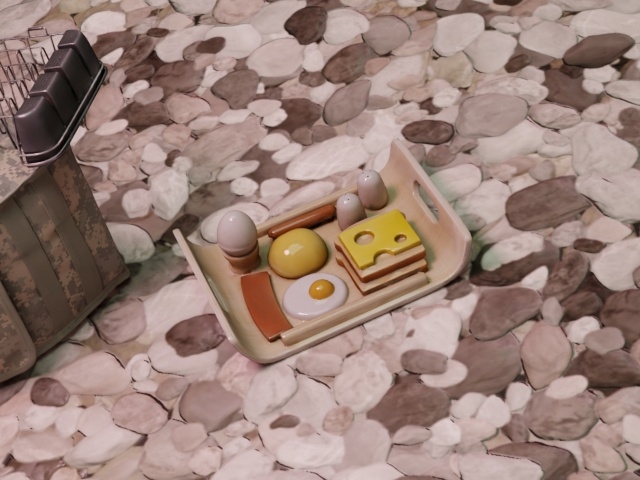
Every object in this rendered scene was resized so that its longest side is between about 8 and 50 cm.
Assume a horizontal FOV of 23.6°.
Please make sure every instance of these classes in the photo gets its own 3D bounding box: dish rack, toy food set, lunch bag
[{"bbox_3d":[-0.404,-0.166,1.781,0.272,0.074,0.208,-3,36,17],"label":"dish rack"},{"bbox_3d":[0.000,0.000,1.812,0.306,0.092,0.219,-24,43,-9],"label":"toy food set"},{"bbox_3d":[-0.394,0.030,1.784,0.169,0.235,0.287,22,54,37],"label":"lunch bag"}]
